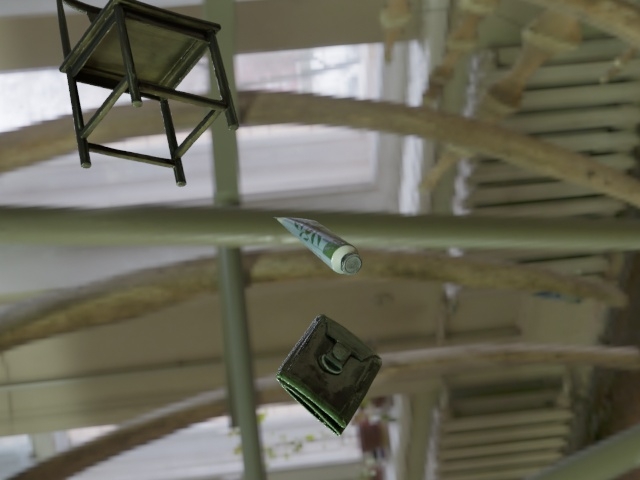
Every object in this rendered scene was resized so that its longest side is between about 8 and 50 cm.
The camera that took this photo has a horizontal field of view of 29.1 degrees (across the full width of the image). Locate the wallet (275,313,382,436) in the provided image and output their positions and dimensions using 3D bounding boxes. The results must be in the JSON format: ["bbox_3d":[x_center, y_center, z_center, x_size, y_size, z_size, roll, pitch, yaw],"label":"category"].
[{"bbox_3d":[0.020,0.237,2.248,0.055,0.160,0.236,-50,1,30],"label":"wallet"}]

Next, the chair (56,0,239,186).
[{"bbox_3d":[-0.206,-0.209,1.413,0.141,0.154,0.260,-41,52,38],"label":"chair"}]

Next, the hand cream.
[{"bbox_3d":[0.000,0.000,2.371,0.271,0.091,0.058,38,120,58],"label":"hand cream"}]
